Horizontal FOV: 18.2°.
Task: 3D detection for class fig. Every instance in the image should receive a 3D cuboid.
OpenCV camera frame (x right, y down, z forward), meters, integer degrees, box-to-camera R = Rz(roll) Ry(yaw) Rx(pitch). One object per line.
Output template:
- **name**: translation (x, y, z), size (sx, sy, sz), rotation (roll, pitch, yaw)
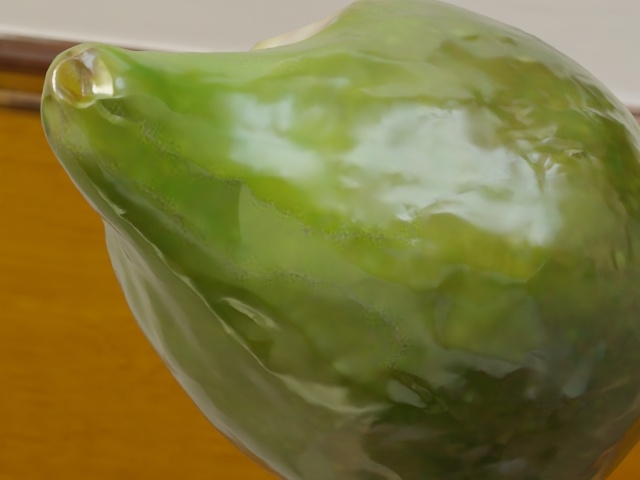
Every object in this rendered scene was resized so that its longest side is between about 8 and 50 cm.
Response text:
- **fig**: translation (0.000, 0.000, 0.719), size (0.275, 0.206, 0.206), rotation (17, -101, -46)
